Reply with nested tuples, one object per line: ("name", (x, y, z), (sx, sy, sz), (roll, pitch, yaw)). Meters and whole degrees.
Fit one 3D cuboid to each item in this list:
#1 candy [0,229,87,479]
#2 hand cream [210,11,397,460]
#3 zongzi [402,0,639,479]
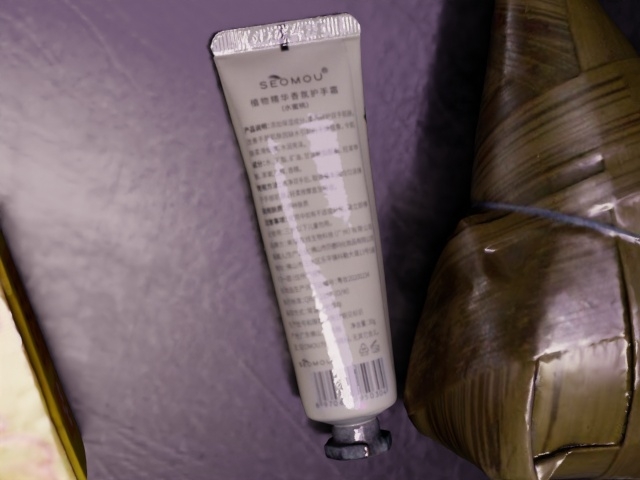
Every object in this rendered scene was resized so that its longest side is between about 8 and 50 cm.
("candy", (-0.265, 0.099, 0.646), (0.276, 0.088, 0.146), (-21, 103, -8))
("hand cream", (0.000, 0.000, 0.709), (0.080, 0.050, 0.234), (-10, 95, -9))
("zongzi", (0.199, -0.023, 0.706), (0.286, 0.138, 0.300), (3, 88, -16))
